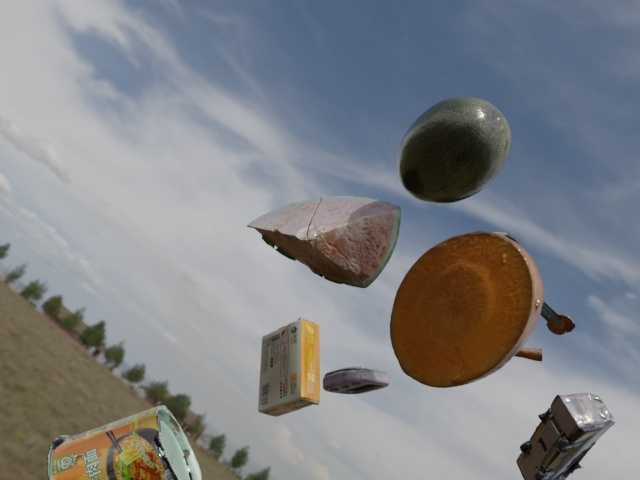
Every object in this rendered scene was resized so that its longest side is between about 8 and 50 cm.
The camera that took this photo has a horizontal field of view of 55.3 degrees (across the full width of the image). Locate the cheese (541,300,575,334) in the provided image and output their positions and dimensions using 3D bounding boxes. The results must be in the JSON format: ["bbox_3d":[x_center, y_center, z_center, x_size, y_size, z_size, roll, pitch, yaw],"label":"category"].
[{"bbox_3d":[0.565,0.154,1.629,0.256,0.037,0.106,46,-33,13],"label":"cheese"}]

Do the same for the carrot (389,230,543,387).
[{"bbox_3d":[0.255,0.126,1.096,0.100,0.307,0.258,24,18,-45],"label":"carrot"}]

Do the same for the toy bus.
[{"bbox_3d":[0.604,0.507,1.529,0.317,0.138,0.112,99,-20,-43],"label":"toy bus"}]

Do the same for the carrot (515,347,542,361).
[{"bbox_3d":[0.839,0.480,2.634,0.224,0.057,0.057,5,-30,14],"label":"carrot"}]

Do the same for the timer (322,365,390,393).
[{"bbox_3d":[0.121,0.479,2.089,0.191,0.069,0.208,19,-33,-38],"label":"timer"}]

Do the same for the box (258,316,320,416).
[{"bbox_3d":[-0.102,0.413,1.986,0.091,0.273,0.221,26,-38,-36],"label":"box"}]

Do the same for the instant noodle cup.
[{"bbox_3d":[-0.319,0.398,1.033,0.230,0.182,0.230,155,-90,-85],"label":"instant noodle cup"}]

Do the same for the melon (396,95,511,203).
[{"bbox_3d":[0.319,-0.215,1.504,0.237,0.237,0.302,42,-44,-7],"label":"melon"}]

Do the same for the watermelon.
[{"bbox_3d":[0.021,0.018,1.655,0.292,0.319,0.222,17,-56,53],"label":"watermelon"}]

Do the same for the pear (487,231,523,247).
[{"bbox_3d":[0.567,0.104,2.074,0.267,0.267,0.178,24,-23,37],"label":"pear"}]
